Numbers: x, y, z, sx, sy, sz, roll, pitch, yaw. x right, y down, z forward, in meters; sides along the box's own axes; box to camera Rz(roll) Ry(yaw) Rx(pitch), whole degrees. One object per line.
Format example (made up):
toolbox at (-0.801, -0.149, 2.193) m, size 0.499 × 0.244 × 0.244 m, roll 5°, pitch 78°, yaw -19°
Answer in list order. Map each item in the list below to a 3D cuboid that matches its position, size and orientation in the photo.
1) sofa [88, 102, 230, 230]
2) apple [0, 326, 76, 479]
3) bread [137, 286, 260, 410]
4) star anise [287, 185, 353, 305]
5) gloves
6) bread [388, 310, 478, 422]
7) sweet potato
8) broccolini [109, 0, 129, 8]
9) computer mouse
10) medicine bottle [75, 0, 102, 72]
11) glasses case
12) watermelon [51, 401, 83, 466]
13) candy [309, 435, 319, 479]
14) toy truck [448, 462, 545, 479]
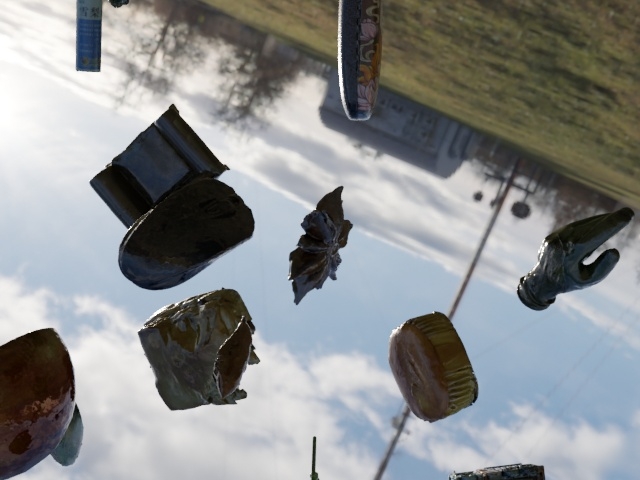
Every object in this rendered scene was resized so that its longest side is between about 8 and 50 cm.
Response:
sofa at (-0.351, -0.144, 1.823) m, size 0.200 × 0.258 × 0.182 m, roll 51°, pitch -165°, yaw -5°
apple at (-0.619, 0.318, 1.666) m, size 0.179 × 0.254 × 0.346 m, roll 21°, pitch -132°, yaw 41°
bread at (-0.310, 0.302, 2.194) m, size 0.370 × 0.314 × 0.191 m, roll -12°, pitch -165°, yaw 42°
star anise at (0.000, 0.000, 1.337) m, size 0.065 × 0.182 × 0.195 m, roll 26°, pitch -152°, yaw 22°
gloves at (0.453, 0.030, 1.525) m, size 0.107 × 0.268 × 0.135 m, roll 8°, pitch -133°, yaw -37°
bread at (0.199, 0.231, 1.550) m, size 0.114 × 0.132 × 0.190 m, roll -13°, pitch -112°, yaw -34°
sweet potato at (-0.170, 0.224, 1.682) m, size 0.068 × 0.060 × 0.206 m, roll 35°, pitch -142°, yaw -14°
broccolini at (-0.257, -0.350, 1.114) m, size 0.030 × 0.035 × 0.140 m, roll 49°, pitch 154°, yaw -3°
computer mouse at (-0.215, -0.018, 1.425) m, size 0.269 × 0.086 × 0.137 m, roll -37°, pitch -93°, yaw -38°
medicine bottle at (-0.443, -0.418, 1.627) m, size 0.051 × 0.191 × 0.051 m, roll 7°, pitch -161°, yaw -2°
glasses case at (0.074, -0.383, 1.563) m, size 0.082 × 0.321 × 0.122 m, roll 2°, pitch -167°, yaw 8°
watermelon at (-0.578, 0.406, 1.795) m, size 0.139 × 0.187 × 0.071 m, roll -5°, pitch -167°, yaw -4°
candy at (-0.020, 0.566, 2.038) m, size 0.084 × 0.078 × 0.288 m, roll 4°, pitch -154°, yaw -3°
toy truck at (0.326, 0.466, 1.609) m, size 0.177 × 0.080 × 0.115 m, roll -4°, pitch 176°, yaw -10°
